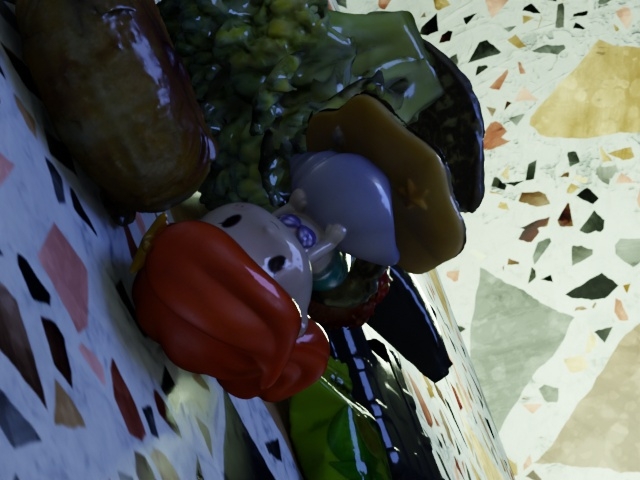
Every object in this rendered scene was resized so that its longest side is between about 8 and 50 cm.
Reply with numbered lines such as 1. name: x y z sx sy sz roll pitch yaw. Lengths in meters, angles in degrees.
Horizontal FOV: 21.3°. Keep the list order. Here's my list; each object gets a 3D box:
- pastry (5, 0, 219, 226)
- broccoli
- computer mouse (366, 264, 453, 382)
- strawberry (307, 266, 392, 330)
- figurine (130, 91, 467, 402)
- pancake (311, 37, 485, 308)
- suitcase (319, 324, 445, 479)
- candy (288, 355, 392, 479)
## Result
1. pastry: -0.156 -0.129 1.281 0.229 0.100 0.218 52 17 -66
2. broccoli: -0.040 -0.117 1.570 0.324 0.272 0.334 -11 74 -63
3. computer mouse: 0.060 0.048 1.925 0.269 0.086 0.137 43 -1 -11
4. strawberry: 0.002 -0.001 1.818 0.087 0.167 0.208 23 63 -68
5. figurine: -0.031 0.025 1.299 0.208 0.257 0.181 -15 -74 56
6. pancake: 0.048 -0.069 1.702 0.033 0.286 0.288 3 102 -52
7. suitcase: 0.060 0.195 1.898 0.285 0.066 0.206 44 24 -69
8. candy: 0.021 0.208 1.602 0.149 0.069 0.246 41 31 -61
